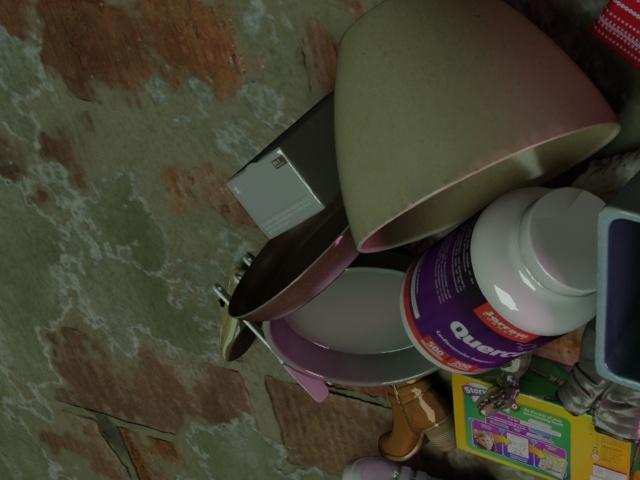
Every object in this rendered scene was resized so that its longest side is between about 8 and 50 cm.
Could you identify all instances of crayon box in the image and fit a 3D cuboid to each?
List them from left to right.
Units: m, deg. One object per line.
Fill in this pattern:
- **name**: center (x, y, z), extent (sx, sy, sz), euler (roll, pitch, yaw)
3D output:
- **crayon box**: center (0.329, 0.259, 1.913), extent (0.279, 0.081, 0.165), euler (16, 134, 28)

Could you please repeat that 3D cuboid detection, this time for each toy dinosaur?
- **toy dinosaur**: center (0.261, 0.109, 1.832), extent (0.118, 0.064, 0.268), euler (38, 120, 40)

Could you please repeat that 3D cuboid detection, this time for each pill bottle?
- **pill bottle**: center (0.233, 0.047, 1.625), extent (0.181, 0.181, 0.323), euler (43, 154, -2)

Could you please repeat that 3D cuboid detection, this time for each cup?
- **cup**: center (0.145, -0.160, 1.536), extent (0.331, 0.331, 0.236), euler (-35, 77, 50)

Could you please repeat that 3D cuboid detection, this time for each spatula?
- **spatula**: center (-0.058, 0.132, 2.054), extent (0.242, 0.168, 0.019), euler (48, 120, -1)

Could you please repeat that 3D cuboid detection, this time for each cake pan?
- **cake pan**: center (0.064, 0.110, 1.918), extent (0.293, 0.054, 0.293), euler (1, 141, 1)

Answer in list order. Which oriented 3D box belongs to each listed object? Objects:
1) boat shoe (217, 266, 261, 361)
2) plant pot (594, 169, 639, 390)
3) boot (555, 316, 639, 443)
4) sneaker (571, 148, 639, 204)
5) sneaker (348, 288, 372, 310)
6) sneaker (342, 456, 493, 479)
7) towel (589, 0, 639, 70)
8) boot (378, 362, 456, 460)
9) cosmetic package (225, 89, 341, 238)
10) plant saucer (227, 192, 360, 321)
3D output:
- **boat shoe**: center (-0.137, 0.117, 2.180), extent (0.072, 0.068, 0.190), euler (40, 132, 22)
- **plant pot**: center (0.463, 0.016, 1.451), extent (0.248, 0.252, 0.247), euler (16, 134, 27)
- **boot**: center (0.436, 0.196, 1.732), extent (0.247, 0.083, 0.161), euler (26, 115, 29)
- **sneaker**: center (0.357, -0.063, 1.596), extent (0.092, 0.087, 0.228), euler (40, 138, 5)
- **sneaker**: center (-0.016, 0.064, 1.971), extent (0.228, 0.130, 0.087), euler (-15, 73, 47)
- **sneaker**: center (0.169, 0.395, 2.110), extent (0.256, 0.094, 0.151), euler (25, 150, -25)
- **towel**: center (0.429, -0.252, 1.410), extent (0.199, 0.031, 0.275), euler (39, 141, 4)
- **boot**: center (0.131, 0.262, 2.094), extent (0.197, 0.073, 0.152), euler (-22, 102, 50)
- **cosmetic package**: center (0.003, -0.116, 1.710), extent (0.107, 0.238, 0.127), euler (50, 140, -10)
- **plant saucer**: center (0.000, 0.000, 1.765), extent (0.050, 0.310, 0.311), euler (44, 141, -12)
